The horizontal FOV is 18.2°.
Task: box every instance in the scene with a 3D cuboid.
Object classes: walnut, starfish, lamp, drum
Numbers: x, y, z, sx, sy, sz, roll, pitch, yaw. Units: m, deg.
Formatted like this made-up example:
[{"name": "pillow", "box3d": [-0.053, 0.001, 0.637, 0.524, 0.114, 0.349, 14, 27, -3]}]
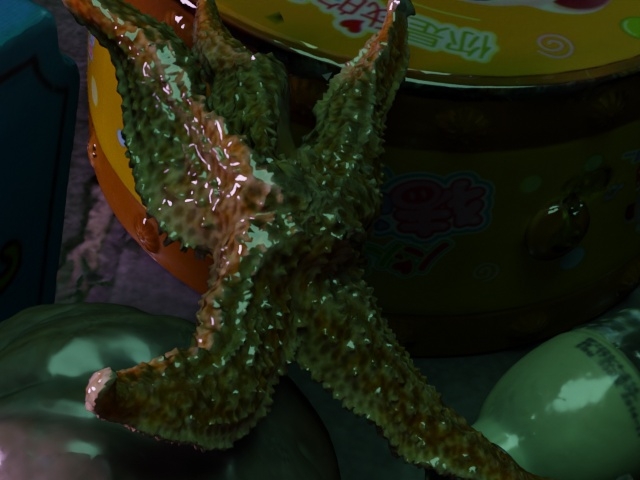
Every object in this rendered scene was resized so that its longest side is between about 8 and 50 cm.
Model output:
[{"name": "walnut", "box3d": [-0.092, 0.133, 0.973, 0.224, 0.224, 0.224, 5, 42, -4]}, {"name": "starfish", "box3d": [-0.007, -0.025, 0.975, 0.301, 0.084, 0.294, 12, 51, -35]}, {"name": "lamp", "box3d": [0.167, 0.091, 1.126, 0.250, 0.101, 0.101, -24, 51, -26]}, {"name": "drum", "box3d": [0.055, -0.143, 1.283, 0.431, 0.214, 0.431, 4, 41, -4]}]

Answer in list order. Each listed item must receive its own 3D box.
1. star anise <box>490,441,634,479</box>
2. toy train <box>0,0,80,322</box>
[{"name": "star anise", "box3d": [0.121, 0.211, 0.999, 0.209, 0.089, 0.231, 37, 49, 12]}, {"name": "toy train", "box3d": [-0.249, 0.014, 1.004, 0.188, 0.300, 0.265, 25, 38, 17]}]
